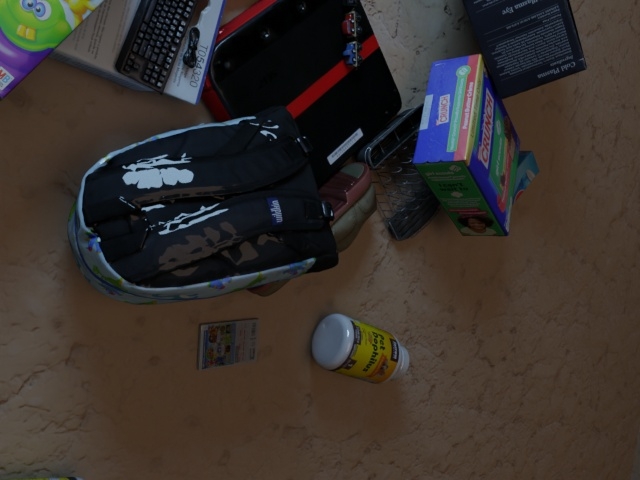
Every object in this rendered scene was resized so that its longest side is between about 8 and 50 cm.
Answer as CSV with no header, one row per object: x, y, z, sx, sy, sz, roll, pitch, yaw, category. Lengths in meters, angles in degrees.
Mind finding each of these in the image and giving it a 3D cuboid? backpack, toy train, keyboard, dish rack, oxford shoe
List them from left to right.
-0.226,-0.313,0.826,0.108,0.023,0.180,23,85,-38,keyboard
-0.191,-0.032,0.838,0.355,0.273,0.290,-21,90,-45,backpack
0.000,0.000,1.070,0.348,0.123,0.130,-44,127,-20,oxford shoe
0.058,-0.403,1.033,0.036,0.027,0.158,-15,109,-32,toy train
0.198,-0.139,1.220,0.208,0.074,0.272,-42,120,-23,dish rack

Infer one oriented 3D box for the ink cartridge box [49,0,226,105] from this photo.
-0.300,-0.406,0.809,0.330,0.071,0.324,16,88,-39,ink cartridge box

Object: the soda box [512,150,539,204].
0.484,-0.145,1.434,0.210,0.067,0.071,-46,121,-21,soda box

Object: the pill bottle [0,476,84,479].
-0.460,0.412,0.798,0.208,0.119,0.119,17,88,-37,pill bottle

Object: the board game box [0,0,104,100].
-0.350,-0.313,0.655,0.144,0.142,0.275,47,71,-33,board game box

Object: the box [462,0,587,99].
0.417,-0.532,1.160,0.313,0.178,0.343,56,34,-28,box

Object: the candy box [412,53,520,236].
0.332,-0.196,1.203,0.317,0.122,0.268,40,57,-46,candy box

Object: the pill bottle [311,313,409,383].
0.092,0.239,1.178,0.215,0.117,0.117,25,83,-37,pill bottle

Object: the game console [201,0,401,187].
-0.026,-0.296,1.046,0.386,0.060,0.342,-45,124,-22,game console

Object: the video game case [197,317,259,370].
-0.173,0.195,1.040,0.122,0.011,0.087,0,99,-37,video game case
